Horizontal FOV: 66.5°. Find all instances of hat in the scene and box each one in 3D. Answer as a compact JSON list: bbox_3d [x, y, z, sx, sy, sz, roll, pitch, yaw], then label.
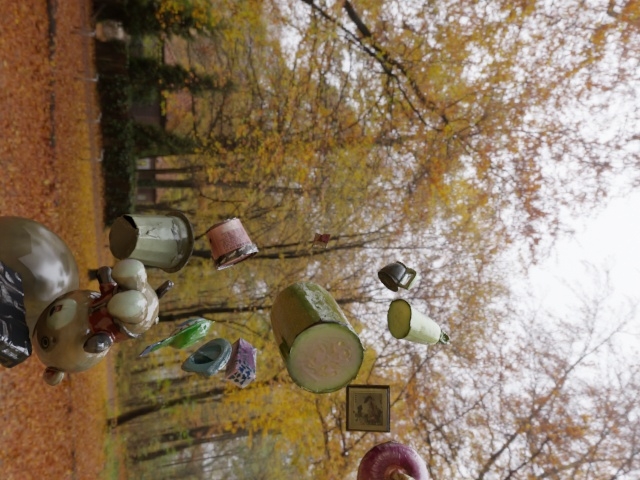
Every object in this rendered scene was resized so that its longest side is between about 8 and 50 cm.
[{"bbox_3d":[-0.372,0.406,1.623,0.138,0.191,0.078,0,-68,26],"label":"hat"}]

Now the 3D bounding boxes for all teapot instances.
[{"bbox_3d":[0.261,0.121,1.621,0.124,0.090,0.092,39,-21,23],"label":"teapot"}]

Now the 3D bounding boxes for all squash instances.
[{"bbox_3d":[0.336,0.311,1.694,0.137,0.287,0.137,-25,-131,32],"label":"squash"},{"bbox_3d":[-0.027,0.319,1.663,0.384,0.262,0.263,-134,-134,-71],"label":"squash"}]

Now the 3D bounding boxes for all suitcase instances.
[{"bbox_3d":[-0.723,0.124,1.045,0.285,0.066,0.206,48,-10,41],"label":"suitcase"}]

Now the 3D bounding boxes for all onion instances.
[{"bbox_3d":[0.213,0.700,1.466,0.201,0.207,0.201,55,15,-23],"label":"onion"}]

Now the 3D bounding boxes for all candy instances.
[{"bbox_3d":[-0.276,0.431,1.717,0.073,0.092,0.160,-41,-155,20],"label":"candy"}]

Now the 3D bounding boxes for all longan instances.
[{"bbox_3d":[-0.864,0.115,1.375,0.336,0.404,0.405,-51,162,-50],"label":"longan"}]

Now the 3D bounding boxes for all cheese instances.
[{"bbox_3d":[-0.548,0.374,1.893,0.204,0.320,0.083,-40,-106,37],"label":"cheese"}]

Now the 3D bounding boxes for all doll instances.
[{"bbox_3d":[-0.502,0.177,1.116,0.174,0.329,0.235,50,20,-52],"label":"doll"}]

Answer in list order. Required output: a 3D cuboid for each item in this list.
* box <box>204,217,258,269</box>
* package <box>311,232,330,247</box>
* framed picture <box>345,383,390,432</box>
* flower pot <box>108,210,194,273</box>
[{"bbox_3d":[-0.295,0.008,1.578,0.135,0.151,0.151,64,-25,5],"label":"box"},{"bbox_3d":[0.000,0.000,1.839,0.083,0.029,0.059,5,-109,46],"label":"package"},{"bbox_3d":[0.200,0.717,2.091,0.010,0.199,0.195,45,44,-66],"label":"framed picture"},{"bbox_3d":[-0.547,-0.005,1.575,0.212,0.202,0.213,-5,-99,31],"label":"flower pot"}]
